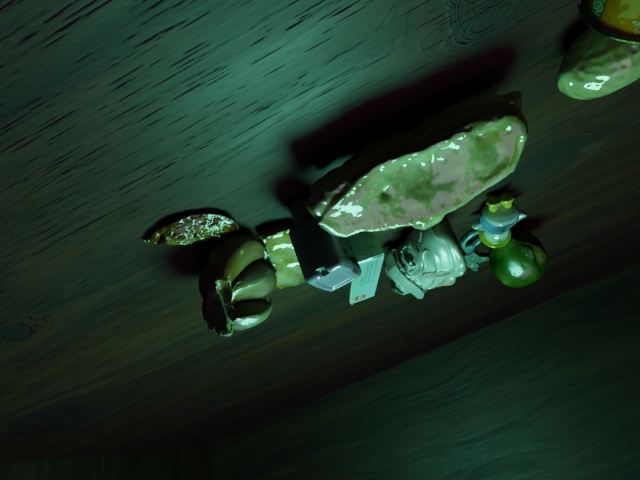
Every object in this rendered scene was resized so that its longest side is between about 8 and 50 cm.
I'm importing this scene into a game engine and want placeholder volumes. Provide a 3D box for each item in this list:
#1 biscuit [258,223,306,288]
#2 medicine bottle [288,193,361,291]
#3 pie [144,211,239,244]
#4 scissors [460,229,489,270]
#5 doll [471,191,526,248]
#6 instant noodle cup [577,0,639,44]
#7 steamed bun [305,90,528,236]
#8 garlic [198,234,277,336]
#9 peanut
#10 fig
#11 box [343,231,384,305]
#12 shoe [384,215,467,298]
[{"bbox_3d":[-0.067,0.039,1.132,0.154,0.045,0.299,-15,152,-10],"label":"biscuit"},{"bbox_3d":[0.000,0.000,0.948,0.094,0.188,0.119,-31,152,18],"label":"medicine bottle"},{"bbox_3d":[-0.249,-0.023,0.903,0.191,0.033,0.088,-8,146,-24],"label":"pie"},{"bbox_3d":[0.529,0.060,1.617,0.256,0.029,0.383,-40,147,28],"label":"scissors"},{"bbox_3d":[0.519,-0.050,1.336,0.135,0.098,0.241,-44,155,-7],"label":"doll"},{"bbox_3d":[0.459,-0.385,0.558,0.230,0.230,0.182,-24,144,5],"label":"instant noodle cup"},{"bbox_3d":[0.190,-0.125,0.908,0.427,0.189,0.247,-28,122,5],"label":"steamed bun"},{"bbox_3d":[-0.198,0.094,1.024,0.160,0.214,0.191,-4,-170,31],"label":"garlic"},{"bbox_3d":[0.563,-0.349,0.779,0.313,0.149,0.149,-27,153,11],"label":"peanut"},{"bbox_3d":[0.643,0.041,1.531,0.244,0.195,0.195,37,124,-20],"label":"fig"},{"bbox_3d":[0.094,0.055,1.176,0.079,0.135,0.269,-17,153,-8],"label":"box"},{"bbox_3d":[0.286,0.062,1.290,0.198,0.172,0.351,-18,151,1],"label":"shoe"}]
